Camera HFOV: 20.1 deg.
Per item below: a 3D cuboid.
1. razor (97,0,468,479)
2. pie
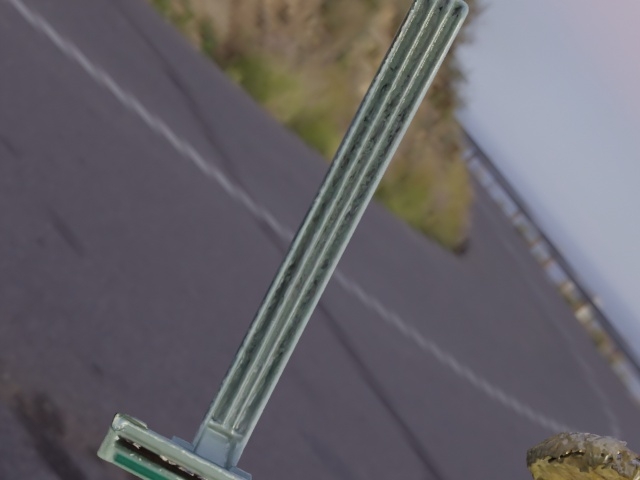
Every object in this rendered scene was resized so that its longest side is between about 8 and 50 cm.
[{"bbox_3d":[-0.001,0.001,0.595,0.068,0.191,0.037,27,-14,-4],"label":"razor"},{"bbox_3d":[0.317,0.253,1.719,0.274,0.055,0.274,25,-13,6],"label":"pie"}]
